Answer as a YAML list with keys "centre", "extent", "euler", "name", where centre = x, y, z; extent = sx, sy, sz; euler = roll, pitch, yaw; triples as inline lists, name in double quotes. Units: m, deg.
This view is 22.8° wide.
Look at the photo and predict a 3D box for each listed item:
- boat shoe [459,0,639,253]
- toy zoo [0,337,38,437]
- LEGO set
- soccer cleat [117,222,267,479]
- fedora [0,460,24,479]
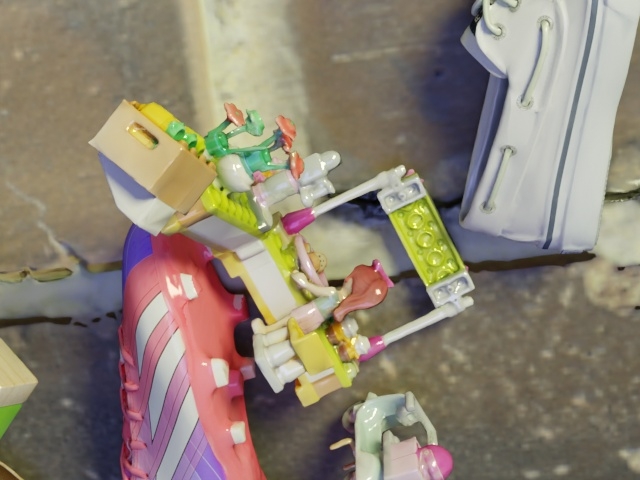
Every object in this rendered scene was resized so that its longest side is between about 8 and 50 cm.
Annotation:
- centre: [0.103, -0.094, 0.737]
  extent: [0.076, 0.083, 0.226]
  euler: [3, 114, 2]
  name: "boat shoe"
- centre: [-0.282, 0.118, 0.834]
  extent: [0.192, 0.030, 0.293]
  euler: [45, 113, 22]
  name: "toy zoo"
- centre: [0.000, 0.000, 0.761]
  extent: [0.107, 0.132, 0.287]
  euler: [-25, 131, 8]
  name: "LEGO set"
- centre: [-0.076, 0.102, 0.842]
  extent: [0.095, 0.083, 0.248]
  euler: [-9, 115, 13]
  name: "soccer cleat"
- centre: [-0.239, 0.201, 0.895]
  extent: [0.194, 0.079, 0.194]
  euler: [2, 114, 4]
  name: "fedora"
